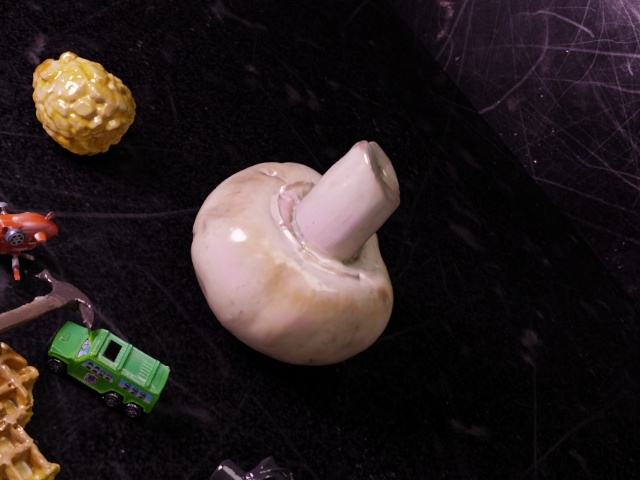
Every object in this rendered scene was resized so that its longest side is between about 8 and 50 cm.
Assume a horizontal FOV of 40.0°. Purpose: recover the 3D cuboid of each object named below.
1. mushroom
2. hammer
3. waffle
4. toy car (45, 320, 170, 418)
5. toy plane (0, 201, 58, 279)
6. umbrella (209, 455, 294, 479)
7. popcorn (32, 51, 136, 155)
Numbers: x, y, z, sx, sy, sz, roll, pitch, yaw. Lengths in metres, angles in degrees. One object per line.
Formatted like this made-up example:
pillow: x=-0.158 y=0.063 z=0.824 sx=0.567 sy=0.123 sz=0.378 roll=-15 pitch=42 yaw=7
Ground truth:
mushroom: x=-0.013 y=0.028 z=1.410 sx=0.353 sy=0.353 sz=0.325 roll=-44 pitch=118 yaw=-57
hammer: x=-0.390 y=0.104 z=1.062 sx=0.125 sy=0.027 sz=0.297 roll=33 pitch=23 yaw=15
waffle: x=-0.408 y=0.196 z=1.005 sx=0.249 sy=0.056 sz=0.253 roll=30 pitch=33 yaw=-18
toy car: x=-0.280 y=0.165 z=1.165 sx=0.165 sy=0.062 sz=0.071 roll=34 pitch=35 yaw=-13
toy plane: x=-0.452 y=-0.010 z=1.186 sx=0.194 sy=0.077 sz=0.126 roll=9 pitch=36 yaw=-27
umbrella: x=-0.033 y=0.386 z=1.137 sx=0.272 sy=0.122 sz=0.110 roll=39 pitch=-11 yaw=3
popcorn: x=-0.383 y=-0.223 z=1.428 sx=0.180 sy=0.170 sz=0.179 roll=10 pitch=78 yaw=-62
